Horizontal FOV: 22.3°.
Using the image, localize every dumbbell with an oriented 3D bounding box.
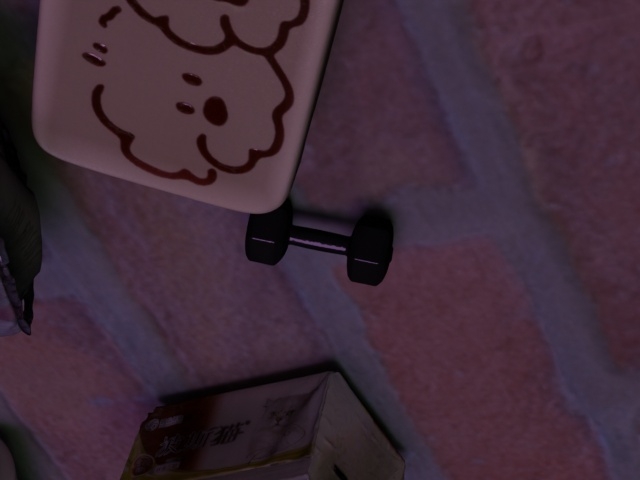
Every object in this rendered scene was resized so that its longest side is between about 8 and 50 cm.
[{"bbox_3d":[0.000,0.000,0.919,0.083,0.040,0.036,12,168,6],"label":"dumbbell"}]

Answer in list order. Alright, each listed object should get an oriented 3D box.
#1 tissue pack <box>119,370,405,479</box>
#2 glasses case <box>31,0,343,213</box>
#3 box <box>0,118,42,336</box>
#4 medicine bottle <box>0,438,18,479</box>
[{"bbox_3d":[-0.037,0.157,1.045,0.149,0.099,0.106,-14,131,28],"label":"tissue pack"},{"bbox_3d":[-0.048,-0.160,0.740,0.144,0.076,0.336,16,137,1],"label":"glasses case"},{"bbox_3d":[-0.335,0.004,0.855,0.370,0.112,0.190,-5,164,-5],"label":"box"},{"bbox_3d":[-0.260,0.224,1.179,0.103,0.103,0.186,8,137,9],"label":"medicine bottle"}]
